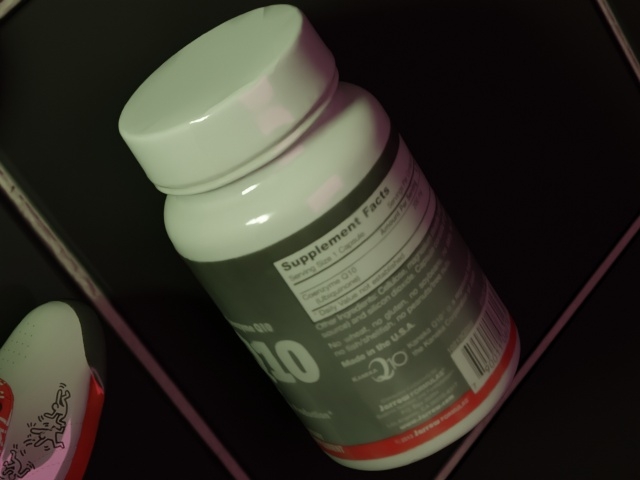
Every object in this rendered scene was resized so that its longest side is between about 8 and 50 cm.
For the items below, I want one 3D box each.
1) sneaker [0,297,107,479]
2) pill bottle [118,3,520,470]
[{"bbox_3d":[-0.228,0.144,0.886,0.145,0.090,0.270,27,80,-39],"label":"sneaker"},{"bbox_3d":[0.000,0.000,1.006,0.161,0.161,0.283,-47,119,-25],"label":"pill bottle"}]
